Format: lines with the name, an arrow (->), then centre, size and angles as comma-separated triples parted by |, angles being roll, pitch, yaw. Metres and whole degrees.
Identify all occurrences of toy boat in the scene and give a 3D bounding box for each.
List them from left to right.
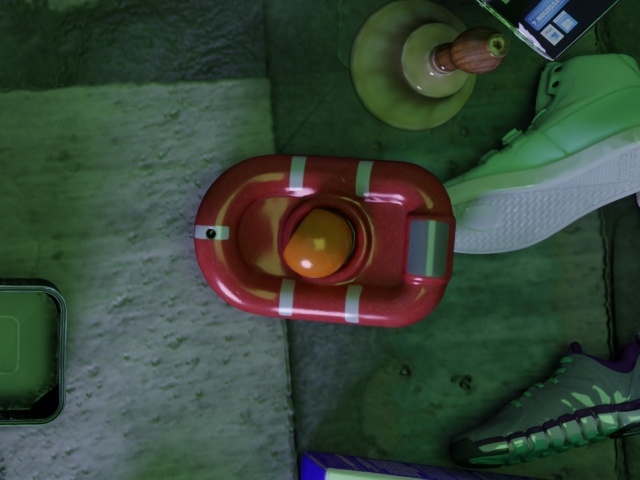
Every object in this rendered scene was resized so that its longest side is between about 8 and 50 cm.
toy boat -> 0.000, 0.000, 1.392 | 0.231, 0.151, 0.151 | 4, 92, 9

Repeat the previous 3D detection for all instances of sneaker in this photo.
sneaker -> 0.200, -0.086, 1.493 | 0.256, 0.151, 0.094 | -21, 136, 15
sneaker -> 0.221, 0.154, 1.518 | 0.224, 0.083, 0.098 | -11, 72, -14

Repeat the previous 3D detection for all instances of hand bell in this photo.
hand bell -> 0.116, -0.159, 1.380 | 0.126, 0.242, 0.126 | -1, 94, -13

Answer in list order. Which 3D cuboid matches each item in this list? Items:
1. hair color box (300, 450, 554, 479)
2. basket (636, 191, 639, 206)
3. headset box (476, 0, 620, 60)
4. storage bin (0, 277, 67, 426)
hair color box -> 0.142, 0.312, 1.482 | 0.339, 0.110, 0.185 | 9, 90, -11
basket -> 0.504, 0.001, 1.440 | 0.328, 0.331, 0.266 | -15, 91, -12
headset box -> 0.243, -0.327, 1.353 | 0.131, 0.283, 0.246 | 39, 120, -12
storage bin -> -0.314, 0.096, 1.378 | 0.180, 0.084, 0.122 | 1, 93, -12
